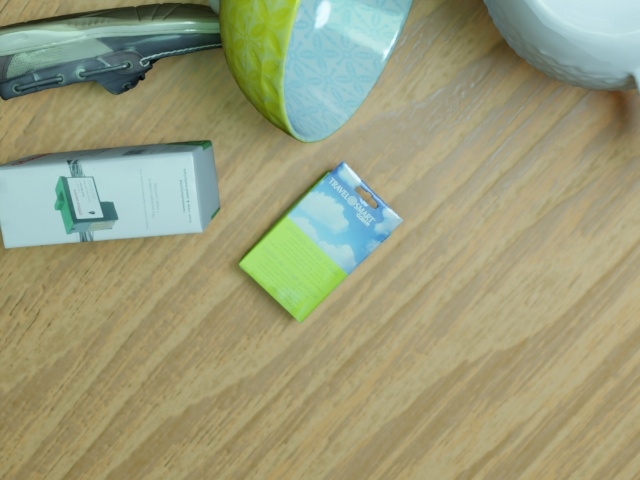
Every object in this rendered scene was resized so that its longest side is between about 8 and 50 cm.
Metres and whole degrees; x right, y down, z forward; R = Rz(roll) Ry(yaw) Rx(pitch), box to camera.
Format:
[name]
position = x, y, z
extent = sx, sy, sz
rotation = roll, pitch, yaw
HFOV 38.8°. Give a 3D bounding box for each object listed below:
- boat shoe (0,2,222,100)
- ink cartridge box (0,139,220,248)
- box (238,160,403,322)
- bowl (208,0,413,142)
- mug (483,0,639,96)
[boat shoe]
position = -0.238, -0.213, 1.036
extent = 0.285, 0.103, 0.092
rotation = -7, 114, -2
[ink cartridge box]
position = -0.236, -0.056, 1.031
extent = 0.220, 0.160, 0.092
rotation = -5, 101, 2
[box]
position = 0.000, 0.000, 1.099
extent = 0.109, 0.042, 0.178
rotation = 44, 98, -8
[bowl]
position = -0.024, -0.262, 0.952
extent = 0.156, 0.289, 0.289
rotation = 27, 101, 18
[mug]
position = 0.302, -0.234, 0.869
extent = 0.276, 0.328, 0.374
rotation = -18, 97, 22
